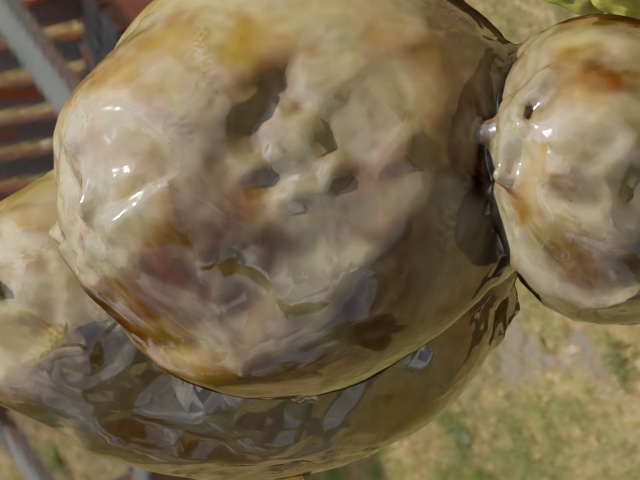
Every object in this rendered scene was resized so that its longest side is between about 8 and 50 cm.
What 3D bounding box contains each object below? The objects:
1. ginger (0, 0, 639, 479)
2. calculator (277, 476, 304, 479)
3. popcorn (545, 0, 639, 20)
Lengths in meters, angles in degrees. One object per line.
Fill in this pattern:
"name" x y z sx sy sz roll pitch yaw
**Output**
"ginger" 0.000 0.000 0.526 0.304 0.245 0.155 149 124 -65
"calculator" -0.076 0.067 0.772 0.235 0.032 0.146 47 163 29
"popcorn" 0.265 -0.307 1.115 0.293 0.292 0.334 137 142 -55
